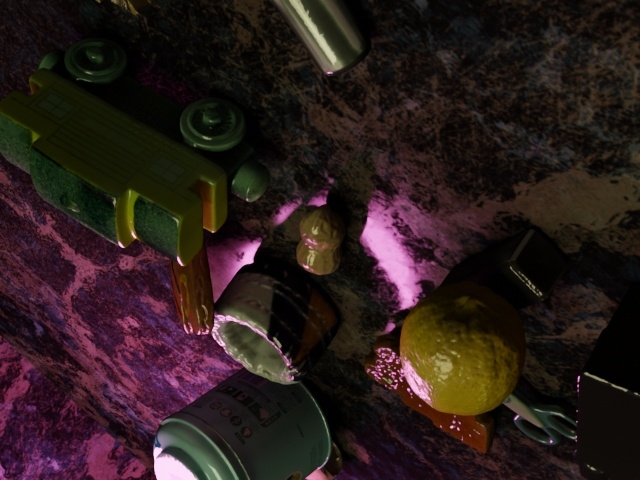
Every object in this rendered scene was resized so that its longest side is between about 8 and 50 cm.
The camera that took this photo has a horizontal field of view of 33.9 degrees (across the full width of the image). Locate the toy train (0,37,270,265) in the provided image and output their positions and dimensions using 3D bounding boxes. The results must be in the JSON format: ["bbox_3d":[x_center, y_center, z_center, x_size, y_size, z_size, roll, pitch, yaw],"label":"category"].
[{"bbox_3d":[-0.307,-0.143,1.658,0.442,0.272,0.179,30,147,15],"label":"toy train"}]

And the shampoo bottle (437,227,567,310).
[{"bbox_3d":[0.247,0.063,1.519,0.079,0.080,0.246,44,150,-6],"label":"shampoo bottle"}]

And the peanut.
[{"bbox_3d":[0.000,0.000,1.704,0.082,0.082,0.187,31,151,13],"label":"peanut"}]

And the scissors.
[{"bbox_3d":[0.312,0.252,1.733,0.289,0.041,0.138,39,154,-14],"label":"scissors"}]

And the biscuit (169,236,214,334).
[{"bbox_3d":[-0.248,0.082,1.967,0.052,0.262,0.277,-5,153,-14],"label":"biscuit"}]

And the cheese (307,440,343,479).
[{"bbox_3d":[-0.070,0.491,2.485,0.286,0.082,0.163,4,134,47],"label":"cheese"}]

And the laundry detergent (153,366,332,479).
[{"bbox_3d":[-0.181,0.447,2.242,0.287,0.305,0.287,27,132,34],"label":"laundry detergent"}]

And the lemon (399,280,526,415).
[{"bbox_3d":[0.197,0.149,1.441,0.181,0.180,0.193,37,132,4],"label":"lemon"}]

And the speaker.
[{"bbox_3d":[0.472,0.228,1.393,0.232,0.184,0.254,22,146,27],"label":"speaker"}]

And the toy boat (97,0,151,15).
[{"bbox_3d":[-0.338,-0.399,1.550,0.200,0.057,0.077,34,156,7],"label":"toy boat"}]

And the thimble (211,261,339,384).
[{"bbox_3d":[-0.091,0.159,1.966,0.237,0.150,0.237,27,150,17],"label":"thimble"}]

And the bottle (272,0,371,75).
[{"bbox_3d":[-0.031,-0.323,1.295,0.253,0.079,0.096,53,-173,-26],"label":"bottle"}]

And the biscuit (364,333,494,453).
[{"bbox_3d":[0.209,0.274,1.891,0.301,0.043,0.278,48,154,-20],"label":"biscuit"}]
